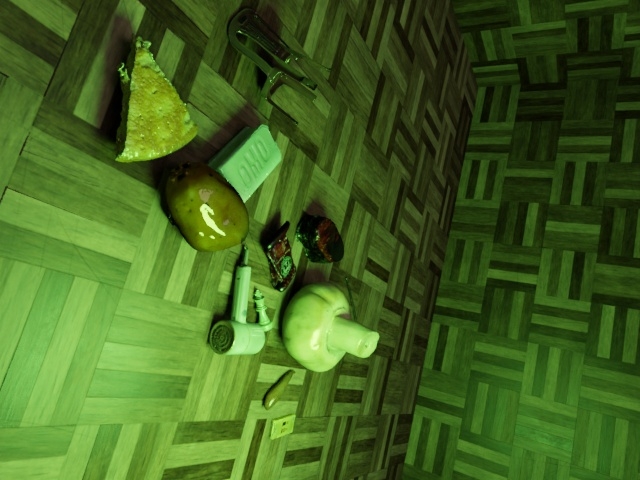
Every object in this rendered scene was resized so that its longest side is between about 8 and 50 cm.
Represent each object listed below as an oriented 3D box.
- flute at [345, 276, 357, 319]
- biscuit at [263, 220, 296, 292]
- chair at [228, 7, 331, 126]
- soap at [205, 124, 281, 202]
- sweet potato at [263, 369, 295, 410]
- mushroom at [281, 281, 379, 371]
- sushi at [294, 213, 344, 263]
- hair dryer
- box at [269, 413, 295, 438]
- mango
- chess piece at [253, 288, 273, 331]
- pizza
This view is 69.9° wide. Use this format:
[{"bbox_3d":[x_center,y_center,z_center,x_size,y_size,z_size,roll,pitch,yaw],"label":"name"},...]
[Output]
[{"bbox_3d":[0.150,0.287,2.230,0.014,0.014,0.270,-48,134,-43],"label":"flute"},{"bbox_3d":[-0.143,0.062,1.657,0.151,0.063,0.236,-48,137,-42],"label":"biscuit"},{"bbox_3d":[-0.151,-0.558,1.473,0.326,0.183,0.176,34,58,-6],"label":"chair"},{"bbox_3d":[-0.233,-0.238,1.419,0.262,0.094,0.150,-56,140,-36],"label":"soap"},{"bbox_3d":[-0.154,0.563,1.761,0.214,0.050,0.050,-45,132,-49],"label":"sweet potato"},{"bbox_3d":[0.006,0.354,1.763,0.324,0.353,0.354,-15,113,-24],"label":"mushroom"},{"bbox_3d":[0.000,0.000,1.829,0.136,0.126,0.225,-60,136,-30],"label":"sushi"},{"bbox_3d":[-0.250,0.190,1.493,0.173,0.107,0.358,23,70,-60],"label":"hair dryer"},{"bbox_3d":[-0.152,0.739,1.822,0.149,0.020,0.073,18,81,-58],"label":"box"},{"bbox_3d":[-0.312,-0.088,1.261,0.201,0.152,0.287,-60,142,-24],"label":"mango"},{"bbox_3d":[-0.206,0.240,1.602,0.059,0.059,0.149,-30,117,-53],"label":"chess piece"},{"bbox_3d":[-0.418,-0.348,1.123,0.280,0.075,0.288,-32,121,-57],"label":"pizza"}]
